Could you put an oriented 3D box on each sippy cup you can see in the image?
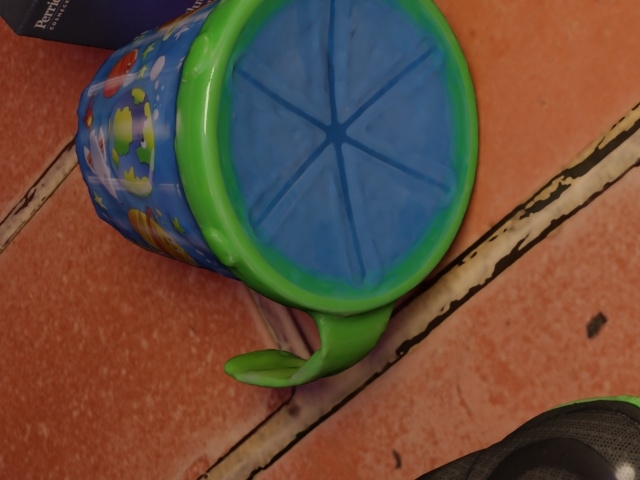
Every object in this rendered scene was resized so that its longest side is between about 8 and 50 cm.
[{"bbox_3d":[-0.049,-0.070,0.939,0.224,0.240,0.305,1,65,51],"label":"sippy cup"}]

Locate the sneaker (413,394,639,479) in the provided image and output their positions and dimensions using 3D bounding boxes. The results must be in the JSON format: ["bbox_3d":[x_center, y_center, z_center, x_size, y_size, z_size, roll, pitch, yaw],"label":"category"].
[{"bbox_3d":[0.041,0.245,0.866,0.483,0.202,0.185,-35,69,36],"label":"sneaker"}]

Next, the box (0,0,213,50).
[{"bbox_3d":[-0.138,-0.229,1.008,0.108,0.207,0.153,51,121,28],"label":"box"}]
